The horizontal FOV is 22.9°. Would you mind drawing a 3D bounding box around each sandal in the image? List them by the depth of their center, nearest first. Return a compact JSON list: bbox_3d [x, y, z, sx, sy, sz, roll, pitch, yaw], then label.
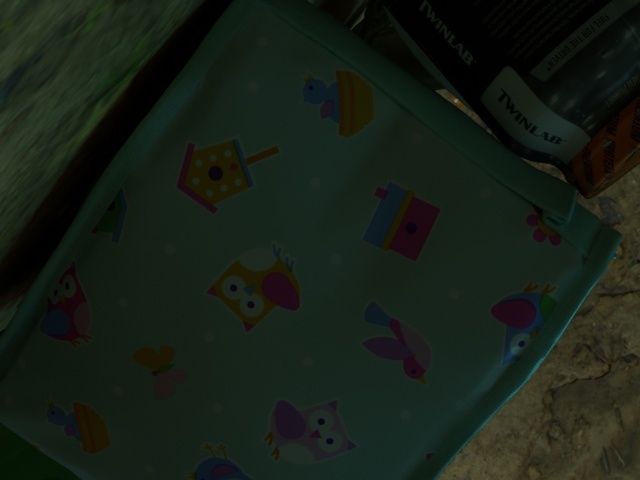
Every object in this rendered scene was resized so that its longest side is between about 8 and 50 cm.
[{"bbox_3d":[0.053,-0.149,1.043,0.088,0.079,0.240,-17,-166,-17],"label":"sandal"}]

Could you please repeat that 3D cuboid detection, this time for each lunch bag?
[{"bbox_3d":[-0.013,0.025,0.776,0.262,0.223,0.160,-52,-178,26],"label":"lunch bag"}]

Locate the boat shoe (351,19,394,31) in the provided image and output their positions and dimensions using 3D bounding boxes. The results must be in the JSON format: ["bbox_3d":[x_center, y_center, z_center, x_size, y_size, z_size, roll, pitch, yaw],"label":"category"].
[{"bbox_3d":[-0.006,-0.063,1.210,0.084,0.095,0.258,1,123,-52],"label":"boat shoe"}]

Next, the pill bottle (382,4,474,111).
[{"bbox_3d":[0.203,-0.231,0.842,0.363,0.210,0.210,-51,178,36],"label":"pill bottle"}]

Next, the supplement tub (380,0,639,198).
[{"bbox_3d":[0.099,-0.119,0.747,0.117,0.190,0.117,-38,170,-8],"label":"supplement tub"}]

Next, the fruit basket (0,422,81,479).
[{"bbox_3d":[-0.156,0.235,1.189,0.283,0.392,0.392,-36,172,-30],"label":"fruit basket"}]

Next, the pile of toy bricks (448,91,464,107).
[{"bbox_3d":[0.059,-0.138,1.376,0.105,0.118,0.212,-6,163,-45],"label":"pile of toy bricks"}]
